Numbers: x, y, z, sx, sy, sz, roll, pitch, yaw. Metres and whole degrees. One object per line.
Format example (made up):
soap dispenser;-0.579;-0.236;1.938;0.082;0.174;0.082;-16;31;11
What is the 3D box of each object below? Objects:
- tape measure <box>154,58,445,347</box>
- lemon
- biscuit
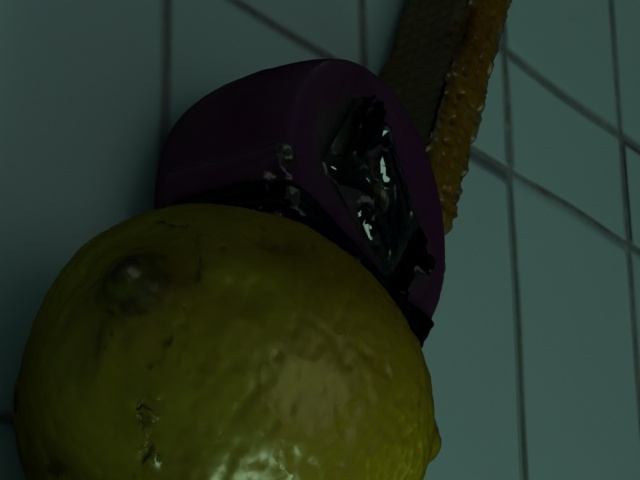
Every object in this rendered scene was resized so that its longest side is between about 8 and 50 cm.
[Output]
tape measure;0.000;0.000;1.228;0.245;0.149;0.231;58;37;-27
lemon;-0.050;0.099;1.028;0.253;0.228;0.228;33;48;-21
biscuit;0.094;-0.137;1.482;0.054;0.094;0.378;46;41;-29
